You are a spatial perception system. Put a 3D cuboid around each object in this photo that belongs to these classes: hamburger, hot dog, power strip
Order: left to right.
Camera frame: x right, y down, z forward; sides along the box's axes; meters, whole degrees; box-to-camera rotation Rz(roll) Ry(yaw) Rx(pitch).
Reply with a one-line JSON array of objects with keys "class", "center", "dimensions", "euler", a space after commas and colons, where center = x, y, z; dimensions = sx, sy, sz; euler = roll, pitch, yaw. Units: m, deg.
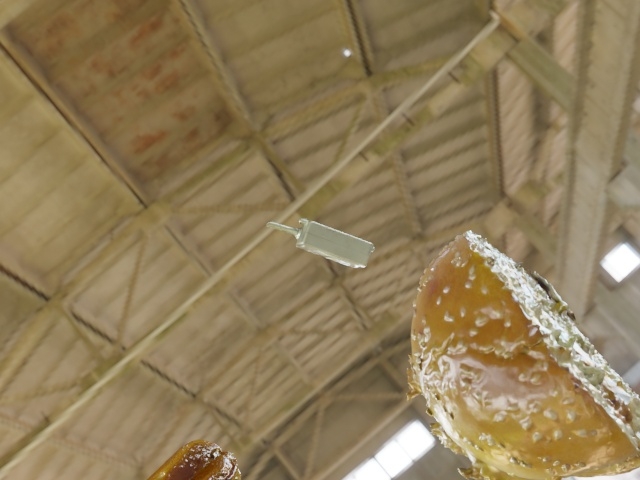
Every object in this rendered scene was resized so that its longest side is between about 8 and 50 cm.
[{"class": "hot dog", "center": [-0.140, 0.242, 0.989], "dimensions": [0.165, 0.071, 0.045], "euler": [-41, -39, -14]}, {"class": "power strip", "center": [0.000, 0.000, 1.728], "dimensions": [0.075, 0.175, 0.042], "euler": [158, 131, -81]}, {"class": "hamburger", "center": [0.275, 0.217, 1.690], "dimensions": [0.287, 0.445, 0.268], "euler": [-46, -27, 14]}]
